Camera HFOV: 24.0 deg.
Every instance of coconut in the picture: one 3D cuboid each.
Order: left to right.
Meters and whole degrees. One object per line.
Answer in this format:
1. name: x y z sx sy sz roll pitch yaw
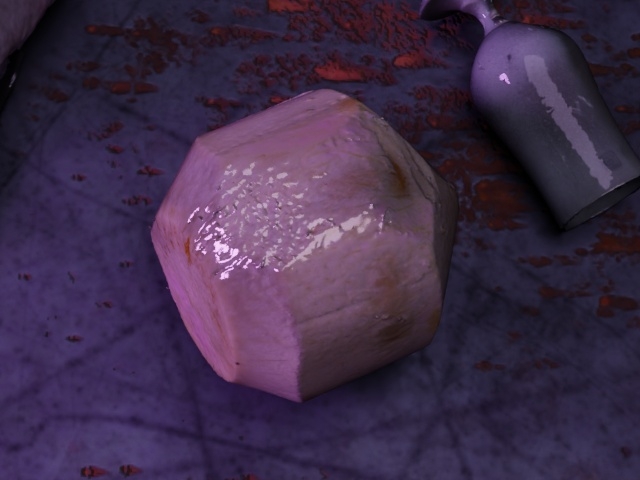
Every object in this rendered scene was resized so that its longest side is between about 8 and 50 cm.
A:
1. coconut: -0.002 -0.003 1.150 0.241 0.241 0.241 3 69 -7

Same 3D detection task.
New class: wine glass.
1. wine glass: 0.183 -0.126 1.280 0.103 0.103 0.231 -26 77 -16

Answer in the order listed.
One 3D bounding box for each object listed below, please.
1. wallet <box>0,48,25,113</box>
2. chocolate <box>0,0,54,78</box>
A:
1. wallet: -0.355 -0.082 1.219 0.169 0.052 0.245 15 70 2
2. chocolate: -0.316 -0.218 1.208 0.185 0.100 0.303 13 48 11
